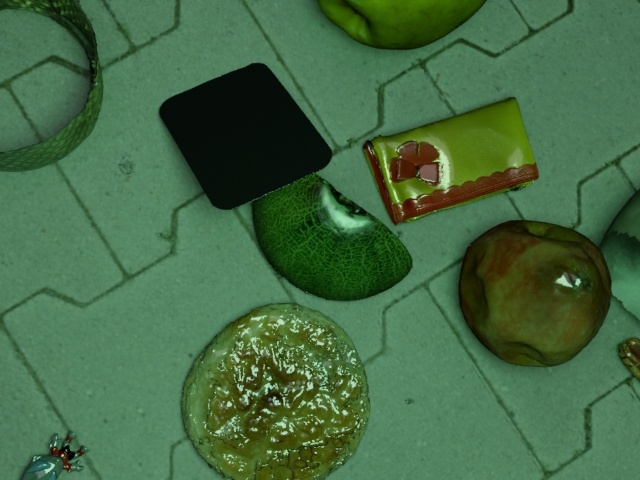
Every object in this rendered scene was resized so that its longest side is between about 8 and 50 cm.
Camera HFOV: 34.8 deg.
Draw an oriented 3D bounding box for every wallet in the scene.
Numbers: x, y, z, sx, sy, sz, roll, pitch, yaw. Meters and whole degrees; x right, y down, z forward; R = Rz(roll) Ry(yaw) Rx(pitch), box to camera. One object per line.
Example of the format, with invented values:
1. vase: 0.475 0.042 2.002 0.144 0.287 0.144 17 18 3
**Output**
1. wallet: 0.198 -0.117 1.515 0.241 0.067 0.141 -18 87 -10

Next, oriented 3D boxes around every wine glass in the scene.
1. wine glass: 0.574 -0.017 1.469 0.323 0.238 0.238 -35 88 -15

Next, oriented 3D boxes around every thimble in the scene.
1. thimble: -0.437 -0.232 1.405 0.270 0.150 0.271 1 82 -7

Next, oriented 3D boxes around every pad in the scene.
1. pad: -0.109 -0.152 1.429 0.181 0.004 0.267 -25 48 -9

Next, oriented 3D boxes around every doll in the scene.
1. doll: -0.372 0.312 1.396 0.114 0.039 0.057 -38 131 -19

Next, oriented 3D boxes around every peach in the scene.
1. peach: 0.309 0.071 1.421 0.214 0.235 0.214 0 90 -14

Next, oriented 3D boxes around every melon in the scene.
1. melon: 0.000 0.000 1.420 0.265 0.169 0.129 36 80 0

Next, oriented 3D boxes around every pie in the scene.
1. pie: -0.062 0.223 1.441 0.274 0.055 0.274 0 87 -4

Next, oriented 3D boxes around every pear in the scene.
1. pear: 0.134 -0.416 1.462 0.253 0.253 0.307 39 68 -1

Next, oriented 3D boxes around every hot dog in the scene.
1. hot dog: 0.489 0.194 1.527 0.049 0.037 0.122 -42 95 -22
